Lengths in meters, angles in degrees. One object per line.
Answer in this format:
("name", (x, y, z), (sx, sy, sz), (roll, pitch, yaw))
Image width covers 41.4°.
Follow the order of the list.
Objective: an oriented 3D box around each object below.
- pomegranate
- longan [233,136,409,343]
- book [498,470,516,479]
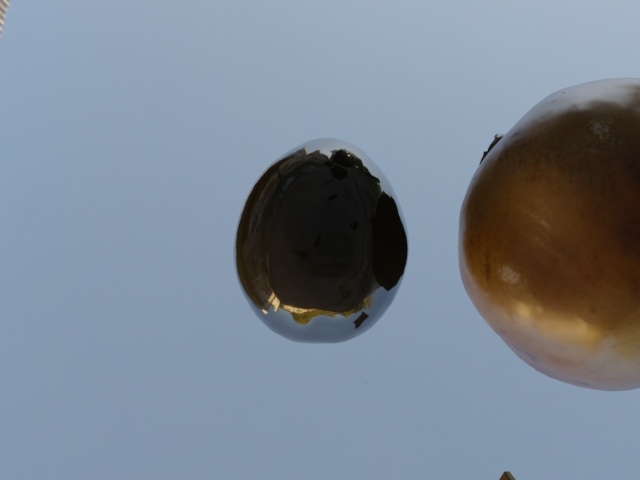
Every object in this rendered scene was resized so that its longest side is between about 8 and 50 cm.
("pomegranate", (0.361, -0.013, 1.089), (0.416, 0.417, 0.417), (-1, -100, 3))
("longan", (0.000, 0.000, 1.024), (0.248, 0.248, 0.248), (-1, -100, 3))
("book", (0.243, 0.405, 1.113), (0.012, 0.172, 0.118), (0, -146, -32))
